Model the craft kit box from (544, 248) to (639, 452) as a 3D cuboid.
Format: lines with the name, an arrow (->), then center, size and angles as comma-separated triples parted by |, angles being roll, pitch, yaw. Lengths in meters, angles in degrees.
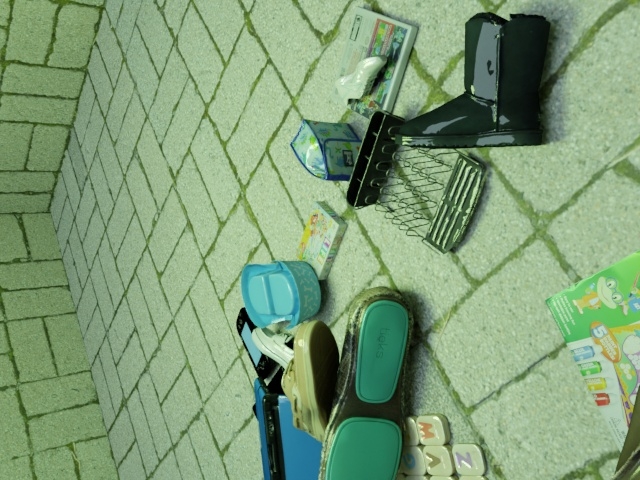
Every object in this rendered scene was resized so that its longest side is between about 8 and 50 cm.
craft kit box -> 0.460, 0.138, 0.810 | 0.246, 0.061, 0.250 | -42, 61, 43

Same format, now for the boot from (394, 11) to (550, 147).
boot -> 0.242, -0.254, 0.990 | 0.246, 0.094, 0.207 | 2, 96, 27

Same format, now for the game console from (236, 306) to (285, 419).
game console -> -0.154, 0.351, 1.637 | 0.361, 0.044, 0.213 | 59, 135, 32

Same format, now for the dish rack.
dish rack -> 0.174, -0.107, 1.147 | 0.271, 0.074, 0.208 | 42, 125, 42

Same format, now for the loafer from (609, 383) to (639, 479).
loafer -> 0.436, 0.218, 0.720 | 0.366, 0.134, 0.130 | -62, 37, 27

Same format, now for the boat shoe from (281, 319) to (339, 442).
boat shoe -> -0.029, 0.295, 1.246 | 0.110, 0.121, 0.341 | 11, 129, 21

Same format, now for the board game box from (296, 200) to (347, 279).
board game box -> 0.000, 0.000, 1.421 | 0.103, 0.026, 0.154 | 46, 127, 40

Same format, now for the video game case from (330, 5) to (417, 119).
video game case -> 0.105, -0.362, 1.261 | 0.183, 0.023, 0.201 | 41, 123, 43

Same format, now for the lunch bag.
lunch bag -> 0.029, -0.180, 1.286 | 0.096, 0.129, 0.151 | -56, 50, 39

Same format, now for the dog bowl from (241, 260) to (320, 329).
dog bowl -> -0.099, 0.128, 1.500 | 0.297, 0.074, 0.166 | -10, 91, 58

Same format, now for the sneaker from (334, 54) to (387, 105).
sneaker -> 0.089, -0.323, 1.229 | 0.152, 0.054, 0.061 | -26, 81, 56

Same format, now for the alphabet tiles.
alphabet tiles -> 0.219, 0.482, 1.178 | 0.278, 0.021, 0.284 | -24, 74, 51

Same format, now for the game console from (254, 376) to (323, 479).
game console -> -0.050, 0.490, 1.475 | 0.250, 0.173, 0.293 | -160, 64, -75

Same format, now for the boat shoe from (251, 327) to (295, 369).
boat shoe -> -0.080, 0.267, 1.519 | 0.226, 0.083, 0.075 | 34, 107, 33

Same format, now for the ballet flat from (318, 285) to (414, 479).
ballet flat -> 0.090, 0.329, 1.232 | 0.182, 0.164, 0.482 | -178, 96, -82
